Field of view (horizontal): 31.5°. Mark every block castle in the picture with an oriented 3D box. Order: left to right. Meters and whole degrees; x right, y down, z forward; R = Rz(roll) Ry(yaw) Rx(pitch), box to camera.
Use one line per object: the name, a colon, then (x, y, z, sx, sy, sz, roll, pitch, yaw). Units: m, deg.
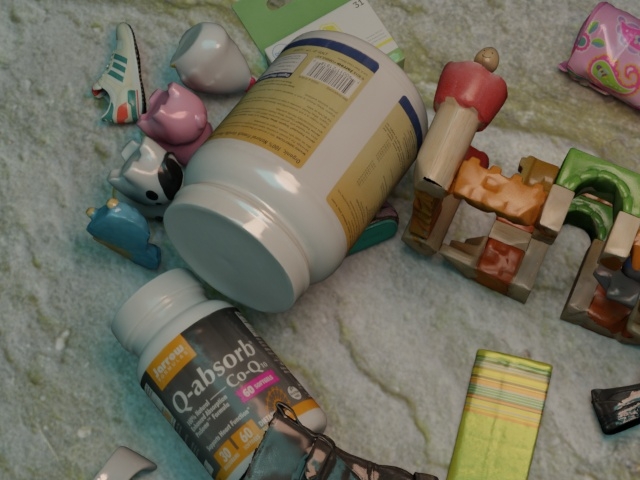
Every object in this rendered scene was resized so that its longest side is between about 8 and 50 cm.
block castle: (0.339, -0.044, 1.422, 0.453, 0.303, 0.213, 23, 73, 9)

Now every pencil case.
pencil case: (0.476, -0.219, 1.572, 0.284, 0.124, 0.124, 32, 76, 14)

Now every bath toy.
bath toy: (-0.198, -0.139, 1.583, 0.129, 0.151, 0.348, 34, 70, -26)

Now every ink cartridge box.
ink cartridge box: (-0.008, -0.307, 1.664, 0.171, 0.056, 0.235, -30, 74, -6)

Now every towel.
towel: (0.227, 0.263, 1.475, 0.102, 0.021, 0.237, 13, 74, 14)

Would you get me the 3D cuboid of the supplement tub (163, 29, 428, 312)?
supplement tub: (-0.029, -0.087, 1.434, 0.228, 0.228, 0.316, 30, 61, 13)

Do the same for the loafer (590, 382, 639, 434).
loafer: (0.432, 0.191, 1.464, 0.170, 0.062, 0.061, -20, 67, -5)

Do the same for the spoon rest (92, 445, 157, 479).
spoon rest: (-0.307, 0.387, 1.434, 0.137, 0.084, 0.276, 26, 74, 12)

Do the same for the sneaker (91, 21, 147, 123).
sneaker: (-0.299, -0.244, 1.658, 0.075, 0.057, 0.161, -9, 74, -5)

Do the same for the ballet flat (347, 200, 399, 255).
ballet flat: (0.000, 0.000, 1.556, 0.221, 0.077, 0.079, -27, 53, -10)

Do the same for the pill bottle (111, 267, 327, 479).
pill bottle: (-0.134, 0.178, 1.451, 0.162, 0.162, 0.278, -39, 74, -9)

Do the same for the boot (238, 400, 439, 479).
boot: (-0.003, 0.341, 1.313, 0.229, 0.091, 0.263, 19, 82, -1)
